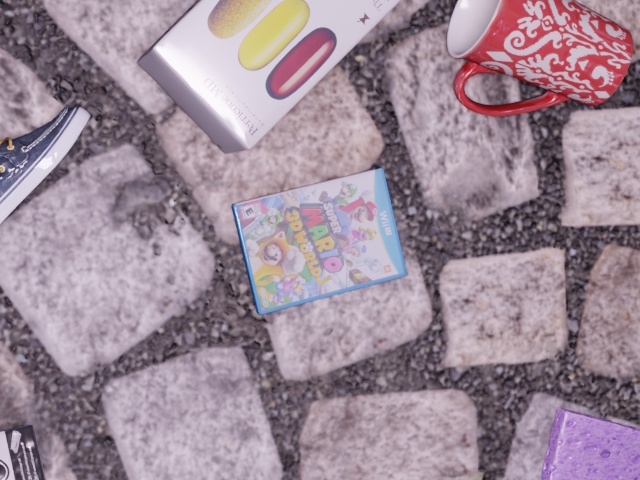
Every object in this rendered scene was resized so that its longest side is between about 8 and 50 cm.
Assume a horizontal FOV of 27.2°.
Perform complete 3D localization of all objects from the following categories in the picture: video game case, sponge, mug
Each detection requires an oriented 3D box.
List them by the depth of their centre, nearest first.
[{"bbox_3d":[0.000,0.000,1.388,0.166,0.015,0.119,-14,95,-14],"label":"video game case"},{"bbox_3d":[0.226,-0.205,1.411,0.169,0.150,0.113,19,50,-19],"label":"mug"},{"bbox_3d":[0.294,0.301,1.467,0.117,0.031,0.210,15,88,-15],"label":"sponge"}]

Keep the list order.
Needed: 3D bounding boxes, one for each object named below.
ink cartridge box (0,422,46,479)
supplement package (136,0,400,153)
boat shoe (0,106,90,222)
[{"bbox_3d":[-0.299,0.288,1.265,0.097,0.046,0.207,-12,73,-14],"label":"ink cartridge box"},{"bbox_3d":[-0.043,-0.216,1.307,0.139,0.134,0.244,45,81,-11],"label":"supplement package"},{"bbox_3d":[-0.309,-0.078,1.276,0.083,0.065,0.183,43,82,-14],"label":"boat shoe"}]
